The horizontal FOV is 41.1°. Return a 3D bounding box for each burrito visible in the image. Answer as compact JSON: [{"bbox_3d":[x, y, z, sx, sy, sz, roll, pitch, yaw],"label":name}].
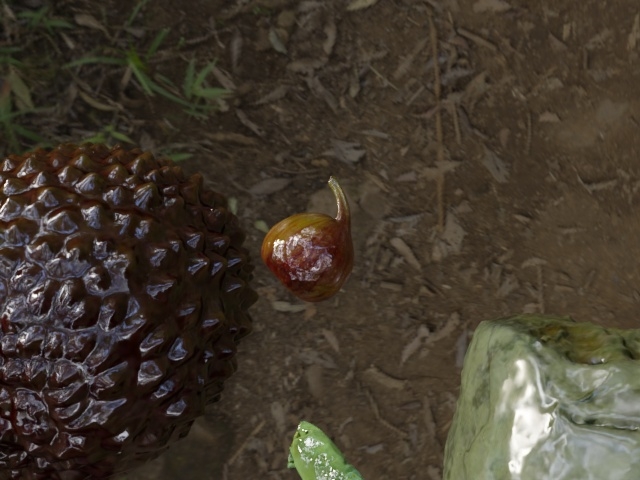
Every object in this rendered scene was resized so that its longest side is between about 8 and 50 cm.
[{"bbox_3d":[0.022,0.326,1.005,0.104,0.054,0.288,-54,38,10],"label":"burrito"}]

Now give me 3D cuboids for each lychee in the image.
[{"bbox_3d":[-0.215,0.061,0.730,0.306,0.306,0.330,12,45,24],"label":"lychee"}]

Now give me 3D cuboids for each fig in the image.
[{"bbox_3d":[0.002,0.008,1.595,0.207,0.175,0.175,-42,70,2],"label":"fig"}]

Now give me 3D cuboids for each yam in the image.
[{"bbox_3d":[0.144,0.187,0.443,0.195,0.195,0.300,7,72,23],"label":"yam"}]
